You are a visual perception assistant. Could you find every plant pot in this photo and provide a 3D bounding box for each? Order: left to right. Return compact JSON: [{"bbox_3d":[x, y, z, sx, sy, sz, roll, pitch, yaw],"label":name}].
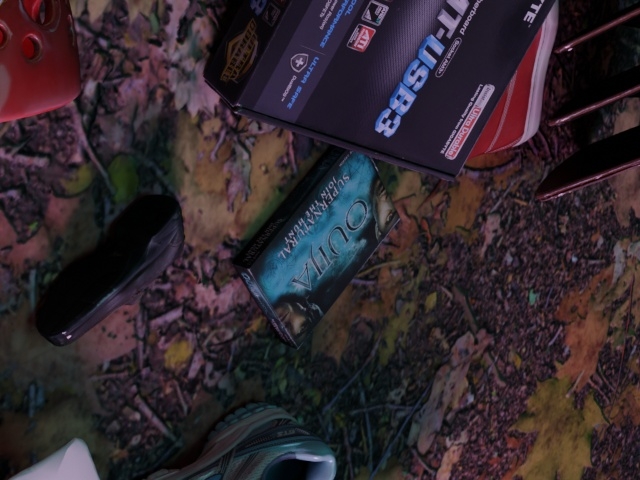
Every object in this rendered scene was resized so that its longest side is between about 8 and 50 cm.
[{"bbox_3d":[-0.269,-0.171,1.051,0.191,0.191,0.174,-20,109,-43],"label":"plant pot"}]

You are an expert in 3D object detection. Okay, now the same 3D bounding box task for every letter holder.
[{"bbox_3d":[0.323,-0.167,1.703,0.152,0.214,0.302,65,23,-4],"label":"letter holder"}]

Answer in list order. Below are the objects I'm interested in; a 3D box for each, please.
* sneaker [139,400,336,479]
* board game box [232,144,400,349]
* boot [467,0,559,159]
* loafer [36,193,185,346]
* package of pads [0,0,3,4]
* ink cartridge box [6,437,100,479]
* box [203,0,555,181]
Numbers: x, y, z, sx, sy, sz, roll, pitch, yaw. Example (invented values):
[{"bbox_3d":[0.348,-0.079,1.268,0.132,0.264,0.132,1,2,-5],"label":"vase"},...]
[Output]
[{"bbox_3d":[-0.099,0.261,1.444,0.283,0.122,0.110,-42,132,-30],"label":"sneaker"},{"bbox_3d":[0.000,0.000,1.534,0.186,0.026,0.126,-51,135,-23],"label":"board game box"},{"bbox_3d":[0.159,-0.193,1.600,0.176,0.088,0.244,-23,124,-40],"label":"boot"},{"bbox_3d":[-0.173,0.036,1.328,0.170,0.062,0.061,-45,138,-26],"label":"loafer"},{"bbox_3d":[-0.316,-0.200,0.896,0.229,0.296,0.101,-61,162,-12],"label":"package of pads"},{"bbox_3d":[-0.250,0.353,1.284,0.207,0.119,0.353,-29,112,-39],"label":"ink cartridge box"},{"bbox_3d":[0.081,-0.221,1.418,0.293,0.073,0.295,16,111,-41],"label":"box"}]
